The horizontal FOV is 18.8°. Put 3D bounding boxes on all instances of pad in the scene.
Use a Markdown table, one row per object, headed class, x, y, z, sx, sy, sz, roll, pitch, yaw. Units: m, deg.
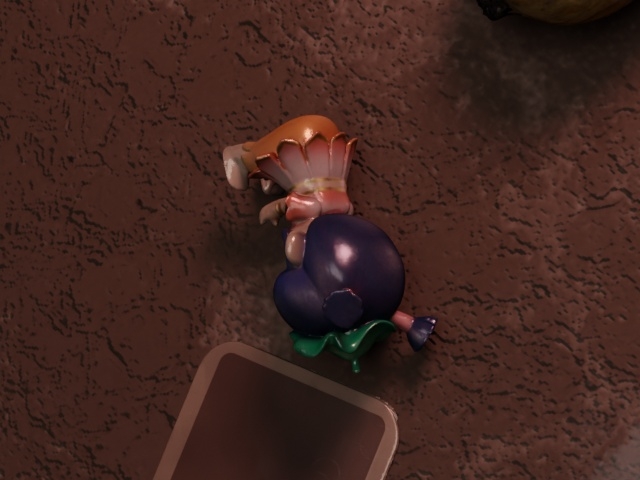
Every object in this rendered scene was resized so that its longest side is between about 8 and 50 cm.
| class | x | y | z | sx | sy | sz | roll | pitch | yaw |
| --- | --- | --- | --- | --- | --- | --- | --- | --- | --- |
| pad | -0.057 | 0.218 | 1.421 | 0.176 | 0.002 | 0.266 | 21 | 88 | 26 |

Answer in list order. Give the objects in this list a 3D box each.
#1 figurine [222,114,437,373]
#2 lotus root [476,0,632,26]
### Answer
| class | x | y | z | sx | sy | sz | roll | pitch | yaw |
| --- | --- | --- | --- | --- | --- | --- | --- | --- | --- |
| figurine | 0.000 | 0.000 | 1.384 | 0.102 | 0.111 | 0.195 | -32 | 67 | 36 |
| lotus root | 0.194 | -0.230 | 1.340 | 0.214 | 0.138 | 0.138 | -29 | 69 | 15 |
